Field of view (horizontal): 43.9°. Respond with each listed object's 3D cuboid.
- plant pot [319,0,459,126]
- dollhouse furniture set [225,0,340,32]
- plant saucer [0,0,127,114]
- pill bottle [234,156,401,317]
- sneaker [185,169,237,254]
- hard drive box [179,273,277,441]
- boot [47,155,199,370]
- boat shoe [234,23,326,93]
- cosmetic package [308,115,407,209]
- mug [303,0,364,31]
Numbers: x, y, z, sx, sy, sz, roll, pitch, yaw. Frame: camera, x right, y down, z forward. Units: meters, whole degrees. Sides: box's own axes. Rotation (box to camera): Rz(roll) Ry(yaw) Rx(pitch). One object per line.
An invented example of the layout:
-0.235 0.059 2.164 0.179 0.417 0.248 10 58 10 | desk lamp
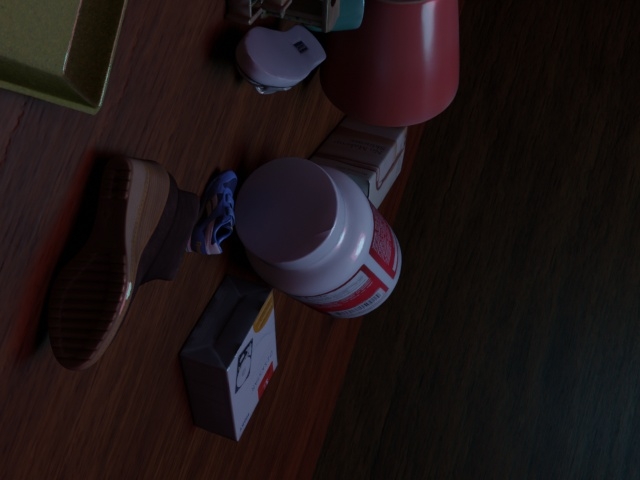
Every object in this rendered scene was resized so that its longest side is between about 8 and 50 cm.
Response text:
0.133 -0.383 1.423 0.243 0.275 0.275 92 20 -53 | plant pot
-0.016 -0.319 1.109 0.161 0.182 0.101 -61 162 -44 | dollhouse furniture set
-0.230 -0.214 0.669 0.188 0.045 0.188 0 105 -75 | plant saucer
0.000 0.000 1.414 0.408 0.229 0.229 42 65 -69 | pill bottle
-0.148 -0.039 1.170 0.053 0.059 0.144 75 33 -61 | sneaker
-0.152 0.205 1.374 0.232 0.089 0.181 91 21 -49 | hard drive box
-0.212 0.035 0.931 0.207 0.090 0.248 42 61 -73 | boot
-0.072 -0.258 1.164 0.088 0.096 0.267 -38 -171 25 | boat shoe
0.077 -0.158 1.739 0.296 0.153 0.129 -58 158 -53 | cosmetic package
0.004 -0.394 1.258 0.158 0.097 0.129 -174 -103 -79 | mug
